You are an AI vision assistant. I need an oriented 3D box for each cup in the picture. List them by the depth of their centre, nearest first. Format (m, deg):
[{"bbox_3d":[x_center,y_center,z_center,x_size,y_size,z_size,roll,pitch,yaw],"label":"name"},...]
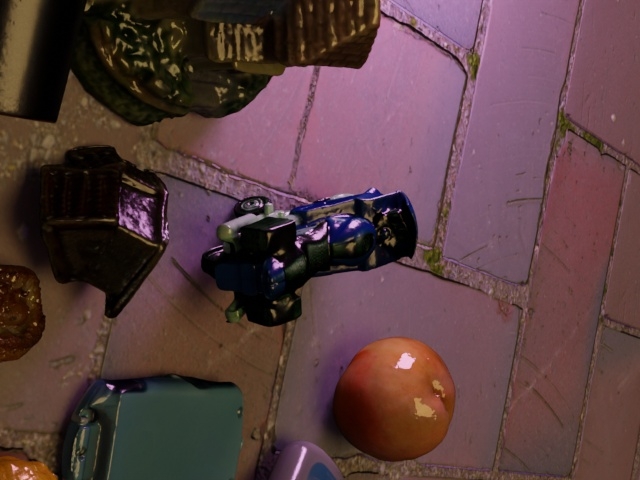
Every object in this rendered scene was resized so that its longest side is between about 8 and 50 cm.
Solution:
[{"bbox_3d":[-0.337,-0.213,1.080,0.166,0.239,0.177,-122,-138,-83],"label":"cup"}]

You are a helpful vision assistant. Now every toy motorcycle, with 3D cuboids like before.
[{"bbox_3d":[0.000,0.000,1.470,0.331,0.196,0.125,-25,116,-49],"label":"toy motorcycle"}]

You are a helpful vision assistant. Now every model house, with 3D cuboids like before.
[{"bbox_3d":[-0.244,-0.031,1.248,0.152,0.106,0.165,32,34,-38],"label":"model house"},{"bbox_3d":[-0.085,-0.258,1.268,0.321,0.266,0.261,-6,97,-52],"label":"model house"}]

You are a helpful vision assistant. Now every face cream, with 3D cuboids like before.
[{"bbox_3d":[-0.047,0.419,1.497,0.163,0.080,0.337,63,30,-24],"label":"face cream"}]

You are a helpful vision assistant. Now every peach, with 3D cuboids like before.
[{"bbox_3d":[0.109,0.226,1.668,0.184,0.184,0.184,-12,105,-51],"label":"peach"}]

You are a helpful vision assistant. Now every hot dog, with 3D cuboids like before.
[{"bbox_3d":[-0.332,0.072,1.164,0.147,0.065,0.099,9,79,-50],"label":"hot dog"}]

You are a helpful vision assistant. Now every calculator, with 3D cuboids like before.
[{"bbox_3d":[-0.187,0.245,1.388,0.293,0.051,0.173,10,87,-53],"label":"calculator"}]

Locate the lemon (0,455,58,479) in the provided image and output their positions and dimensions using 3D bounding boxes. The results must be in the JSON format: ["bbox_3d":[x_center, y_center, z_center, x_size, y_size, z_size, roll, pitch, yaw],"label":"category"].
[{"bbox_3d":[-0.326,0.272,1.164,0.155,0.114,0.114,-28,118,-48],"label":"lemon"}]
